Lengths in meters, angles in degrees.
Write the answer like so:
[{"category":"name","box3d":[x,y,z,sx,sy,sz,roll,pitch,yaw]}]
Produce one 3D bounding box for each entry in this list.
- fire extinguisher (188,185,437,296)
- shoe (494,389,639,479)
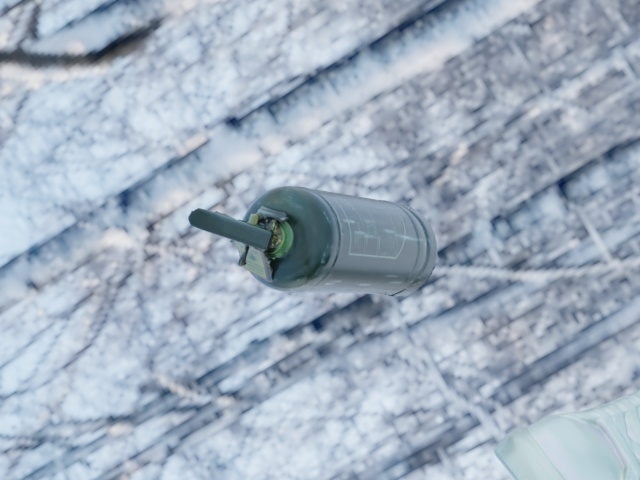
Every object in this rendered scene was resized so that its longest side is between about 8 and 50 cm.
[{"category":"fire extinguisher","box3d":[0.000,0.000,1.425,0.114,0.095,0.311,24,-172,25]},{"category":"shoe","box3d":[0.286,0.186,1.348,0.132,0.160,0.363,51,-165,28]}]
